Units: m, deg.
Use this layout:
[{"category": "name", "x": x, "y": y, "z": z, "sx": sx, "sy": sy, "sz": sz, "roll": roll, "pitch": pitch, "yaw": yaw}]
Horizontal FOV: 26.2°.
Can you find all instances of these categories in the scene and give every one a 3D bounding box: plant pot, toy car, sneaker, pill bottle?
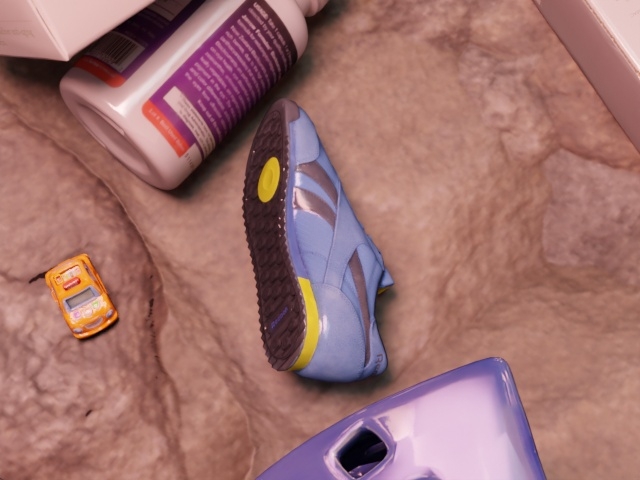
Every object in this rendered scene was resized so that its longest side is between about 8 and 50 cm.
[{"category": "plant pot", "x": 0.041, "y": 0.222, "z": 0.740, "sx": 0.212, "sy": 0.236, "sz": 0.236, "roll": -18, "pitch": 68, "yaw": 5}, {"category": "toy car", "x": -0.201, "y": 0.041, "z": 0.927, "sx": 0.122, "sy": 0.040, "sz": 0.060, "roll": -11, "pitch": 68, "yaw": 0}, {"category": "sneaker", "x": 0.000, "y": 0.000, "z": 0.923, "sx": 0.082, "sy": 0.069, "sz": 0.209, "roll": 8, "pitch": 55, "yaw": -27}, {"category": "pill bottle", "x": -0.077, "y": -0.137, "z": 0.951, "sx": 0.108, "sy": 0.108, "sz": 0.193, "roll": 38, "pitch": 76, "yaw": 17}]

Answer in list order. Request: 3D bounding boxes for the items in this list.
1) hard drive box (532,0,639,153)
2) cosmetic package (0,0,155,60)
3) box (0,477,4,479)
[{"category": "hard drive box", "x": 0.252, "y": -0.188, "z": 0.956, "sx": 0.181, "sy": 0.089, "sz": 0.232, "roll": -27, "pitch": 68, "yaw": -6}, {"category": "cosmetic package", "x": -0.098, "y": -0.279, "z": 0.912, "sx": 0.365, "sy": 0.155, "sz": 0.197, "roll": -39, "pitch": 26, "yaw": -20}, {"category": "box", "x": -0.399, "y": 0.280, "z": 0.644, "sx": 0.480, "sy": 0.297, "sz": 0.472, "roll": 26, "pitch": 61, "yaw": 4}]
